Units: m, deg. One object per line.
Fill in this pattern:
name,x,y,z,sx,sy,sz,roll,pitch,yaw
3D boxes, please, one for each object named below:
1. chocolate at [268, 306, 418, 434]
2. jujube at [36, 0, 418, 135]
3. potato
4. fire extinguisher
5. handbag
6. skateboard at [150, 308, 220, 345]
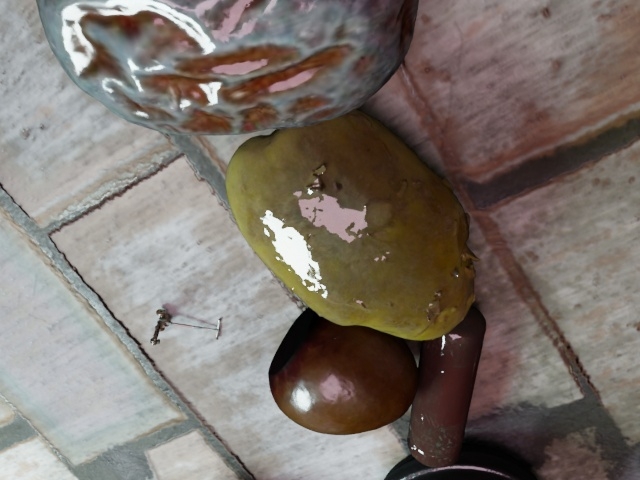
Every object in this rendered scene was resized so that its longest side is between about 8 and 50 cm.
chocolate,0.030,0.157,0.798,0.176,0.177,0.177,4,119,7
jujube,-0.067,-0.208,0.577,0.307,0.215,0.247,-11,116,12
potato,0.042,-0.011,0.705,0.296,0.141,0.192,40,103,-12
fire extinguisher,0.145,0.149,0.829,0.089,0.072,0.268,28,128,37
handbag,0.204,0.415,0.949,0.253,0.093,0.308,-22,113,19
skateboard,-0.169,0.116,0.867,0.083,0.064,0.032,7,112,-8
